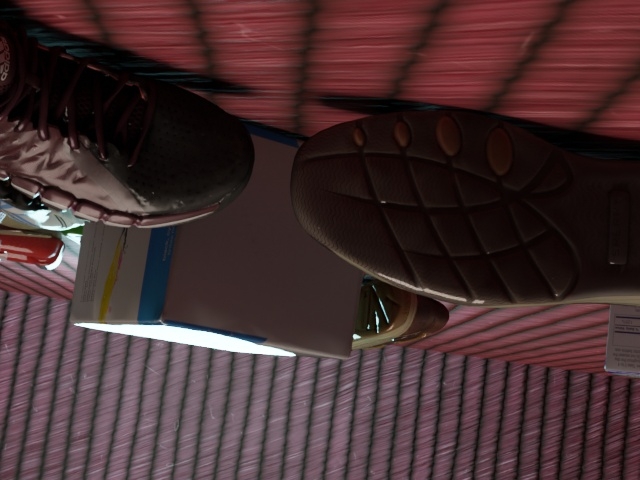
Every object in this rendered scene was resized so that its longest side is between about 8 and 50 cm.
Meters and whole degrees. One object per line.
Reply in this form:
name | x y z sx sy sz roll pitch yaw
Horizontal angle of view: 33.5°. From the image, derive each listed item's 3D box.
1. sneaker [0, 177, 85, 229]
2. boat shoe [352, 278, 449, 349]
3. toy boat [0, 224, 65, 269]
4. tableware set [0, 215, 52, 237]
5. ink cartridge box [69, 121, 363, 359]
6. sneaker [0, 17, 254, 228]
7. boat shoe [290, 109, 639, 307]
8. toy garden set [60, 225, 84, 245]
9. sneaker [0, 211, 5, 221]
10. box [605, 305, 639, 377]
sneaker | -0.279 -0.056 0.960 0.086 0.085 0.237 -5 168 12
boat shoe | 0.084 0.127 1.727 0.123 0.123 0.342 14 163 -26
toy boat | -0.471 0.026 1.444 0.231 0.151 0.151 9 171 -9
tableware set | -0.421 -0.046 1.319 0.194 0.039 0.128 5 161 -18
ink cartridge box | -0.092 0.005 0.919 0.171 0.168 0.232 14 169 -30
sneaker | -0.170 -0.082 0.656 0.281 0.106 0.162 10 168 -11
boat shoe | 0.149 -0.005 0.768 0.355 0.132 0.130 10 171 -6
toy garden set | -0.207 0.017 1.425 0.244 0.049 0.204 4 173 -1
sneaker | -0.383 -0.051 1.087 0.111 0.103 0.252 33 178 -4
box | 0.354 0.070 1.037 0.126 0.137 0.072 2 170 32
